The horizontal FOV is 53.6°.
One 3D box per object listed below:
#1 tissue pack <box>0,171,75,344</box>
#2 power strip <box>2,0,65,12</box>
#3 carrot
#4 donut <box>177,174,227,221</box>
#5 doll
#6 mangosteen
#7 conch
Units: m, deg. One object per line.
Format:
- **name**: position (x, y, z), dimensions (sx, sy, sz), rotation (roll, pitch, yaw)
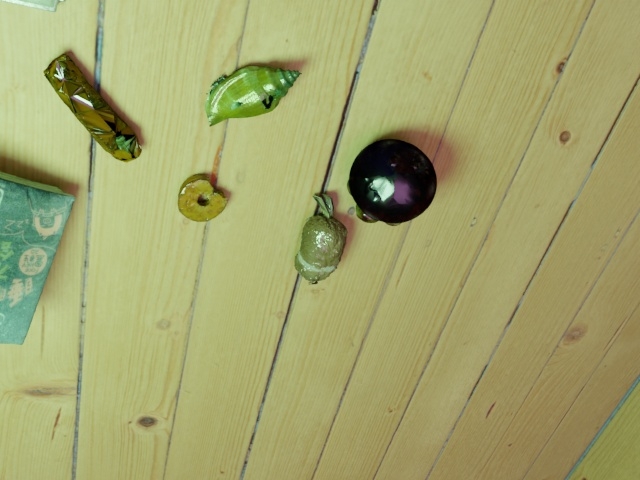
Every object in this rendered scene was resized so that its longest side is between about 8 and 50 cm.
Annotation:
- **tissue pack**: position (-0.610, 0.030, 1.149), dimensions (0.228, 0.103, 0.316), rotation (18, 94, -48)
- **power strip**: position (-0.451, -0.411, 1.011), dimensions (0.175, 0.042, 0.075), rotation (5, 122, -25)
- **carrot**: position (-0.412, -0.235, 1.152), dimensions (0.069, 0.069, 0.229), rotation (-31, 130, 3)
- **donut**: position (-0.254, -0.090, 1.334), dimensions (0.097, 0.043, 0.108), rotation (-32, 132, 3)
- **doll**: position (0.007, -0.001, 1.470), dimensions (0.105, 0.115, 0.221), rotation (9, 115, -16)
- **mangosteen**: position (0.148, -0.115, 1.398), dimensions (0.194, 0.194, 0.230), rotation (-2, 153, -20)
- **conch**: position (-0.131, -0.287, 1.219), dimensions (0.200, 0.079, 0.095), rotation (-14, 111, 0)
